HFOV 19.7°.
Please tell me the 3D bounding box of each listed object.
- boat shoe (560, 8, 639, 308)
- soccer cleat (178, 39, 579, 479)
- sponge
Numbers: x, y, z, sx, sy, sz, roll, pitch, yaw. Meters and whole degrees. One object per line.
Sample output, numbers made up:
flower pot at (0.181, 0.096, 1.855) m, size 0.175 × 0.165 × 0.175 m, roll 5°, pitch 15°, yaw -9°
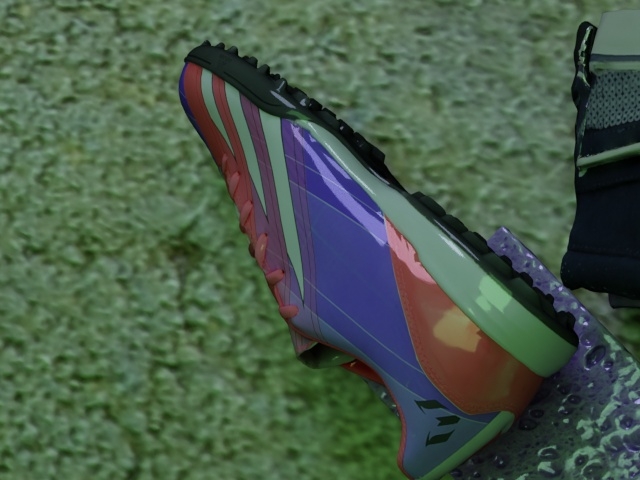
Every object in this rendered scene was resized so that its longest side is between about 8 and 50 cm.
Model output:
boat shoe at (0.271, -0.027, 0.897) m, size 0.340 × 0.127 × 0.158 m, roll 4°, pitch 80°, yaw 43°
soccer cleat at (0.000, 0.000, 1.001) m, size 0.116 × 0.108 × 0.318 m, roll -51°, pitch 52°, yaw 5°
sponge at (0.126, 0.103, 0.977) m, size 0.117 × 0.031 × 0.210 m, roll -44°, pitch 63°, yaw 3°
